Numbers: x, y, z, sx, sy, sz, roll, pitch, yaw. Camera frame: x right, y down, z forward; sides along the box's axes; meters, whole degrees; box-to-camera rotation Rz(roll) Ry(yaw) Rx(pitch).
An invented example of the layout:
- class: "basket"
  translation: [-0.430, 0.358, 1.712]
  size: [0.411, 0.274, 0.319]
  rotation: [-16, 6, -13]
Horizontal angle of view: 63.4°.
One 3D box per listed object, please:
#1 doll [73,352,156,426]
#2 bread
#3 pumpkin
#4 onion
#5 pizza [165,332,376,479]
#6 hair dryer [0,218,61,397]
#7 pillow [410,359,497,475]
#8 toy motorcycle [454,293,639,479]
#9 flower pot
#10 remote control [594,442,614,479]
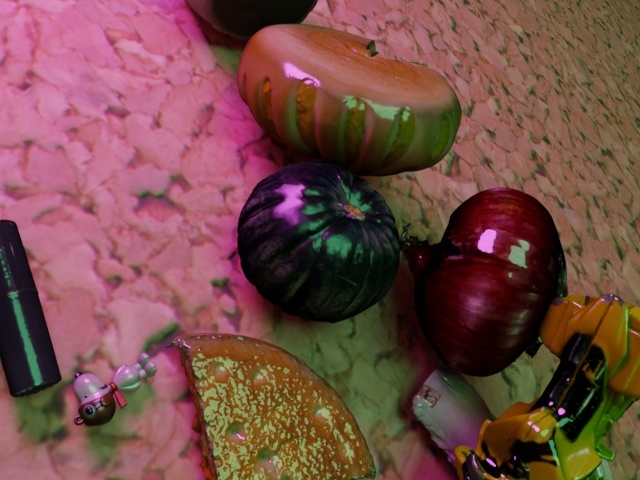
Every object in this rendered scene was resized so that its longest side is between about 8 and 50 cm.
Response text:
- class: "doll"
  translation: [-0.210, 0.153, 0.529]
  size: [0.085, 0.040, 0.058]
  rotation: [-8, 60, -36]
- class: "bread"
  translation: [0.034, -0.200, 0.764]
  size: [0.333, 0.160, 0.333]
  rotation: [12, 34, -9]
- class: "pumpkin"
  translation: [0.000, 0.000, 0.674]
  size: [0.221, 0.162, 0.220]
  rotation: [26, 44, -29]
- class: "onion"
  translation: [0.210, 0.050, 0.753]
  size: [0.285, 0.273, 0.273]
  rotation: [20, 48, 17]
- class: "pizza"
  translation: [-0.064, 0.219, 0.579]
  size: [0.292, 0.058, 0.197]
  rotation: [35, 52, -12]
- class: "hair dryer"
  translation: [-0.358, 0.081, 0.465]
  size: [0.195, 0.050, 0.173]
  rotation: [-16, 75, -35]
- class: "pillow"
  translation: [0.218, 0.286, 0.740]
  size: [0.229, 0.051, 0.128]
  rotation: [53, 41, 0]
- class: "toy motorcycle"
  translation: [0.275, 0.220, 0.614]
  size: [0.142, 0.342, 0.206]
  rotation: [33, 8, 39]
- class: "flower pot"
  translation: [-0.111, -0.441, 0.789]
  size: [0.246, 0.246, 0.195]
  rotation: [-8, 72, -37]
- class: "remote control"
  translation: [0.445, 0.386, 0.841]
  size: [0.090, 0.049, 0.230]
  rotation: [13, 58, -32]
